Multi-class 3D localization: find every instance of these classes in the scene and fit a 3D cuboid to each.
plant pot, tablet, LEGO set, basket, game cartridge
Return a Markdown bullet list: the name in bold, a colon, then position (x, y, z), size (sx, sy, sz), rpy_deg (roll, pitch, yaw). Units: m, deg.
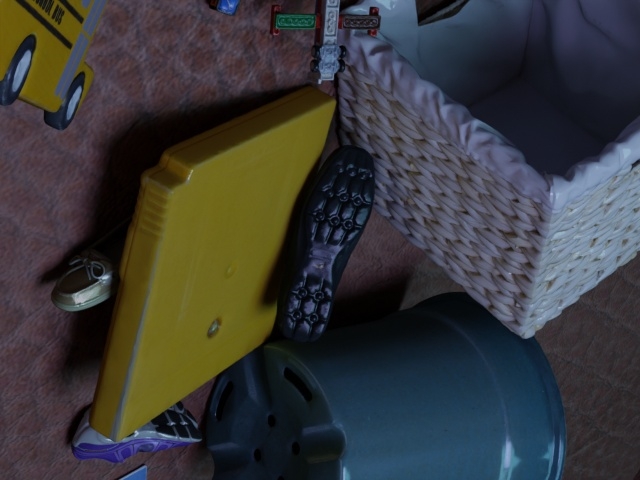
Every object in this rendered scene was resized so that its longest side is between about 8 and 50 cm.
- **plant pot**: position (0.062, 0.240, 1.639), size (0.334, 0.341, 0.341), rpy_deg (-2, 124, -41)
- **tablet**: position (-0.243, 0.303, 1.590), size (0.083, 0.006, 0.054), rpy_deg (-26, 140, -36)
- **LEGO set**: position (0.009, -0.269, 1.267), size (0.244, 0.060, 0.182), rpy_deg (-44, 119, -7)
- **basket**: position (0.226, -0.134, 1.442), size (0.328, 0.331, 0.266), rpy_deg (-33, 150, -26)
- **game cartridge**: position (-0.111, 0.019, 1.372), size (0.285, 0.053, 0.323), rpy_deg (-31, 144, -52)

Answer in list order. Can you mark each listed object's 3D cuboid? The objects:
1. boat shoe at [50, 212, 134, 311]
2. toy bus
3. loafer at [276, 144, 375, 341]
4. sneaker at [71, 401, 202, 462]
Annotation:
- **boat shoe**: position (-0.202, 0.012, 1.300), size (0.153, 0.056, 0.048), rpy_deg (-35, 138, -29)
- **toy bus**: position (-0.224, -0.164, 0.911), size (0.333, 0.108, 0.130), rpy_deg (35, 77, -90)
- **loafer**: position (0.000, 0.000, 1.449), size (0.076, 0.078, 0.223), rpy_deg (15, 100, -13)
- **sneaker**: position (-0.210, 0.217, 1.507), size (0.170, 0.068, 0.071), rpy_deg (6, 134, -44)
